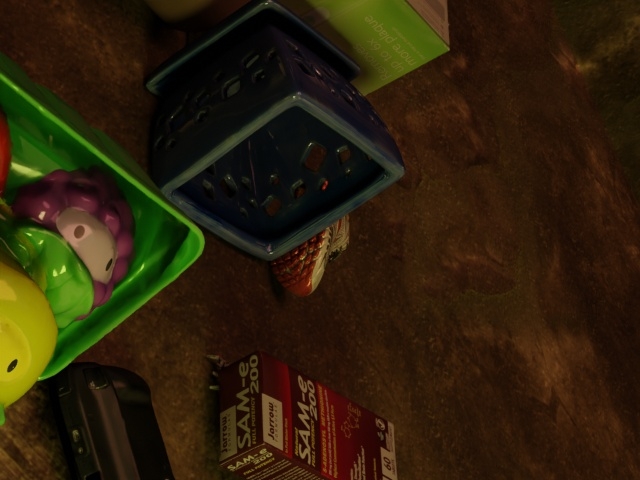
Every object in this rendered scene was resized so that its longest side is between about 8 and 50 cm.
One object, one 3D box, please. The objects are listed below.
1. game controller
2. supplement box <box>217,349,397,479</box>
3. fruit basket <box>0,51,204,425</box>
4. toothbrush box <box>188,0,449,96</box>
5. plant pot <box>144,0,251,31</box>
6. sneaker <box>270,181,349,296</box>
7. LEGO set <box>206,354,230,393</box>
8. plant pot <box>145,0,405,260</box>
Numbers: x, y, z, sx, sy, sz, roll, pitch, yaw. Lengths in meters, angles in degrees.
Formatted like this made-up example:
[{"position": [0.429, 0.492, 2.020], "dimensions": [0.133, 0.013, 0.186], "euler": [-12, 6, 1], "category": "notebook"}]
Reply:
[{"position": [-0.189, 0.274, 1.892], "dimensions": [0.166, 0.067, 0.319], "euler": [29, 41, -70], "category": "game controller"}, {"position": [-0.012, 0.235, 2.143], "dimensions": [0.239, 0.073, 0.130], "euler": [32, 41, -38], "category": "supplement box"}, {"position": [-0.308, 0.011, 1.706], "dimensions": [0.392, 0.283, 0.392], "euler": [47, 14, -16], "category": "fruit basket"}, {"position": [-0.002, -0.287, 2.448], "dimensions": [0.206, 0.283, 0.122], "euler": [43, 35, -36], "category": "toothbrush box"}, {"position": [-0.169, -0.394, 2.323], "dimensions": [0.263, 0.263, 0.229], "euler": [-85, 157, -46], "category": "plant pot"}, {"position": [0.000, 0.000, 2.418], "dimensions": [0.092, 0.088, 0.225], "euler": [52, 29, -24], "category": "sneaker"}, {"position": [-0.105, 0.168, 2.156], "dimensions": [0.083, 0.023, 0.054], "euler": [55, 28, -16], "category": "LEGO set"}, {"position": [-0.067, -0.148, 2.284], "dimensions": [0.236, 0.236, 0.212], "euler": [31, 34, -46], "category": "plant pot"}]
